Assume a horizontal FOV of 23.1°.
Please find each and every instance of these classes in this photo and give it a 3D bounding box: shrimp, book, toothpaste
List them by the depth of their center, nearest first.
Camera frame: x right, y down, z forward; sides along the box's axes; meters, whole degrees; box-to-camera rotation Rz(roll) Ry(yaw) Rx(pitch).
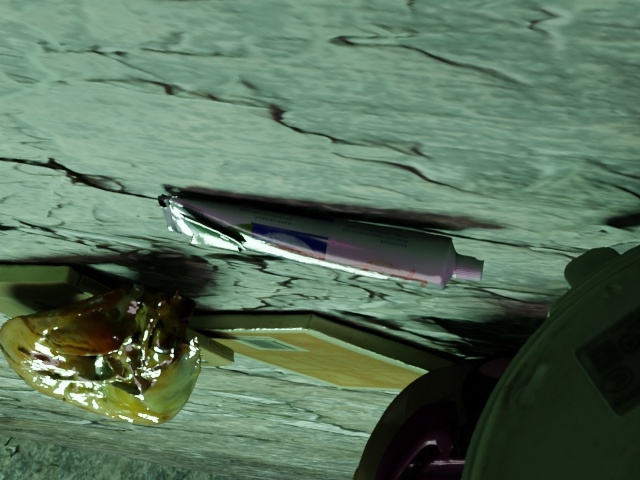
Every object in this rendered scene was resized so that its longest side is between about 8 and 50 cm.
[{"bbox_3d":[0.000,0.000,0.807,0.170,0.028,0.045,10,162,6],"label":"toothpaste"},{"bbox_3d":[-0.145,0.074,1.079,0.145,0.061,0.267,23,160,-12],"label":"shrimp"},{"bbox_3d":[-0.173,0.057,1.158,0.138,0.016,0.198,-1,159,34],"label":"book"},{"bbox_3d":[0.006,0.091,1.243,0.170,0.018,0.241,-2,164,40],"label":"book"}]

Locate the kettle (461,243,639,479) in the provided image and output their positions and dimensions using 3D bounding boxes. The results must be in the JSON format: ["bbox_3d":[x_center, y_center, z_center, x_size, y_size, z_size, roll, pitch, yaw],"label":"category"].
[{"bbox_3d":[0.238,0.161,0.772,0.377,0.250,0.361,47,-175,-41],"label":"kettle"}]

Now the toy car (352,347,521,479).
[{"bbox_3d":[0.192,0.192,1.117,0.340,0.271,0.240,0,-169,4],"label":"toy car"}]
